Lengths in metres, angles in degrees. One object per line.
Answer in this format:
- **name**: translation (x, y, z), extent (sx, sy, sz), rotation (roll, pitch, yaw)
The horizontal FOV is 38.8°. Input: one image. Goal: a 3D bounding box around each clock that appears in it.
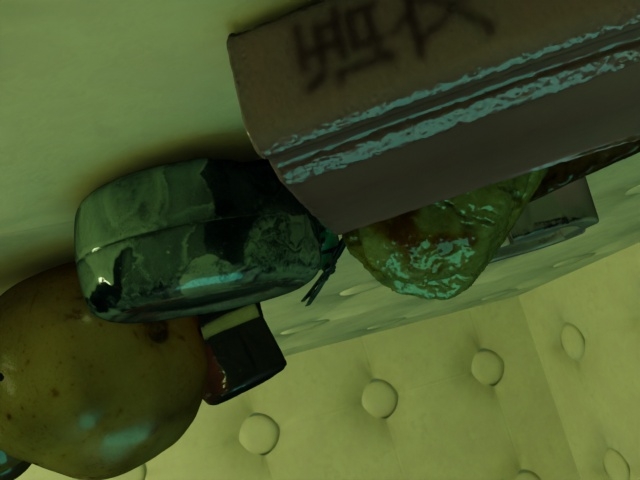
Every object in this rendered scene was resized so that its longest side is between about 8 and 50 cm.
- **clock**: translation (0.314, -0.026, 1.588), extent (0.338, 0.102, 0.338), rotation (-16, 169, -3)

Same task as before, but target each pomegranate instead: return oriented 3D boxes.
- **pomegranate**: translation (-0.301, 0.172, 1.183), extent (0.319, 0.319, 0.319), rotation (-16, 169, -3)

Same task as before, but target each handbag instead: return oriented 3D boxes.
- **handbag**: translation (-0.183, 0.210, 1.766), extent (0.181, 0.181, 0.254), rotation (-23, 171, -18)

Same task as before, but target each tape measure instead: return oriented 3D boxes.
- **tape measure**: translation (-0.134, 0.001, 0.971), extent (0.256, 0.147, 0.275), rotation (-7, 169, -32)

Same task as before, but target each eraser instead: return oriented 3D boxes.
- **eraser**: translation (0.138, -0.132, 0.741), extent (0.359, 0.122, 0.272), rotation (-17, 162, 9)

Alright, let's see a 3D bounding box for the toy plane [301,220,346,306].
- **toy plane**: translation (0.000, 0.000, 1.294), extent (0.060, 0.096, 0.235), rotation (-13, 151, -31)

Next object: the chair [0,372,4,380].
- **chair**: translation (-0.488, 0.152, 1.042), extent (0.213, 0.149, 0.174), rotation (-40, 161, 24)

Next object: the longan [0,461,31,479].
- **longan**: translation (-0.582, 0.323, 1.601), extent (0.248, 0.248, 0.248), rotation (-16, 169, -3)

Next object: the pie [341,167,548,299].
- **pie**: translation (0.129, -0.054, 0.941), extent (0.201, 0.248, 0.090), rotation (26, -167, -17)

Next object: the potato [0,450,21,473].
- **potato**: translation (-0.592, 0.261, 1.393), extent (0.351, 0.218, 0.202), rotation (-11, -152, -1)

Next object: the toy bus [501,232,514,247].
- **toy bus**: translation (0.171, -0.049, 1.146), extent (0.113, 0.139, 0.301), rotation (-20, 172, 15)

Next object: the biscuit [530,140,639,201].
- **biscuit**: translation (0.412, -0.162, 1.063), extent (0.394, 0.076, 0.368), rotation (-22, 174, -37)
